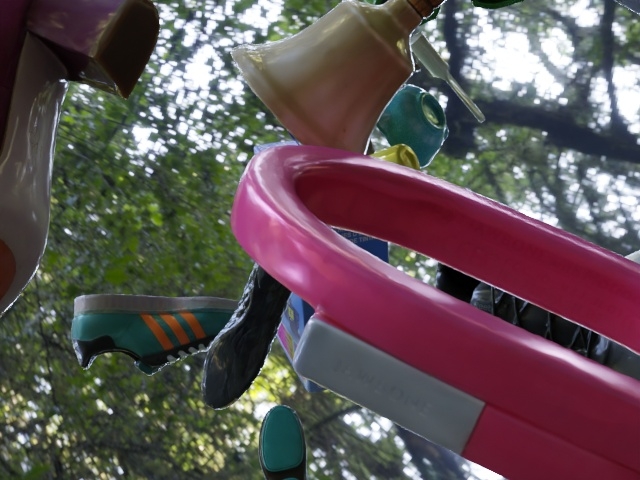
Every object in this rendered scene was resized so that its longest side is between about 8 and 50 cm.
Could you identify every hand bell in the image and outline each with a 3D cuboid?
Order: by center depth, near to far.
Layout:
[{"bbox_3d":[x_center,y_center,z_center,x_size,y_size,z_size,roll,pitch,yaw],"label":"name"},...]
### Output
[{"bbox_3d":[0.069,-0.164,0.596,0.242,0.126,0.126,-43,-57,14],"label":"hand bell"}]

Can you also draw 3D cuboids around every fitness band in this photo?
[{"bbox_3d":[0.093,0.033,0.431,0.291,0.209,0.054,25,-68,8],"label":"fitness band"}]

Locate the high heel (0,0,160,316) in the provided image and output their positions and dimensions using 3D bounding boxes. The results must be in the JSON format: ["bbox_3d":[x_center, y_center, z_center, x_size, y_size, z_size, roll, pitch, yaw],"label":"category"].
[{"bbox_3d":[-0.284,-0.061,0.691,0.377,0.181,0.127,-60,-25,-26],"label":"high heel"}]

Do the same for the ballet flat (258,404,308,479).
[{"bbox_3d":[-0.050,0.350,1.342,0.072,0.213,0.068,-7,-30,-9],"label":"ballet flat"}]

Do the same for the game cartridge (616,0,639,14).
[{"bbox_3d":[0.471,-0.425,1.199,0.196,0.294,0.060,32,-121,1],"label":"game cartridge"}]

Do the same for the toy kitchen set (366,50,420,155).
[{"bbox_3d":[0.060,-0.122,0.831,0.083,0.075,0.068,-24,-19,20],"label":"toy kitchen set"}]

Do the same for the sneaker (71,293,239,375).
[{"bbox_3d":[-0.232,0.153,1.424,0.302,0.108,0.121,2,-106,-10],"label":"sneaker"}]

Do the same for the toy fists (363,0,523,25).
[{"bbox_3d":[0.200,-0.424,1.455,0.279,0.142,0.096,-12,-55,4],"label":"toy fists"}]

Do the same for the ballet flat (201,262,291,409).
[{"bbox_3d":[-0.061,0.084,0.871,0.173,0.057,0.049,-63,-21,0],"label":"ballet flat"}]

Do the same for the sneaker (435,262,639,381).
[{"bbox_3d":[0.208,0.070,0.818,0.130,0.286,0.109,1,-79,-28],"label":"sneaker"}]

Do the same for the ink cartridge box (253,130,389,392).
[{"bbox_3d":[0.000,0.000,1.457,0.151,0.270,0.395,-8,-68,-15],"label":"ink cartridge box"}]

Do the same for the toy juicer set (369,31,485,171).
[{"bbox_3d":[0.116,-0.207,1.360,0.209,0.089,0.329,59,-141,-7],"label":"toy juicer set"}]

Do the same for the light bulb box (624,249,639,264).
[{"bbox_3d":[0.514,0.198,1.316,0.358,0.225,0.361,-23,-48,-12],"label":"light bulb box"}]
